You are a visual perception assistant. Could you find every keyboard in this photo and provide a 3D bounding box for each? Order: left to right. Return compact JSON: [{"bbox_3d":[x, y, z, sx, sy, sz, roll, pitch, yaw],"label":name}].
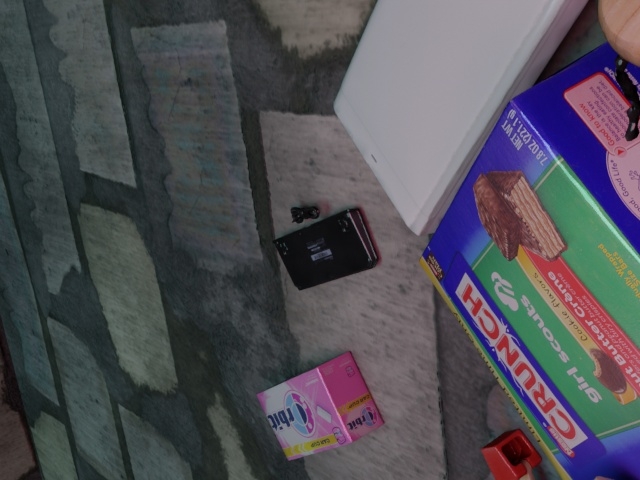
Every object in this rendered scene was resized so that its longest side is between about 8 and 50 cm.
[{"bbox_3d":[0.000,0.000,1.055,0.180,0.023,0.108,-21,96,52],"label":"keyboard"}]

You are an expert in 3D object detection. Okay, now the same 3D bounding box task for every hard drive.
[{"bbox_3d":[0.117,-0.180,0.782,0.203,0.040,0.307,61,144,30],"label":"hard drive"}]

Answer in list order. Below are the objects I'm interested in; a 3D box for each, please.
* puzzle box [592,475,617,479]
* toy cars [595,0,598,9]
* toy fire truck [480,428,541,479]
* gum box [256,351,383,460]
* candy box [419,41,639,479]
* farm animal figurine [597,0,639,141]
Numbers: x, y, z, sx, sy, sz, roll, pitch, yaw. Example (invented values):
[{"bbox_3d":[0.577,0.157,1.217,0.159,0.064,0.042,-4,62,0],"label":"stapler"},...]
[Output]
[{"bbox_3d":[0.282,0.368,0.708,0.272,0.052,0.409,14,129,-2],"label":"puzzle box"},{"bbox_3d":[0.343,-0.093,0.536,0.394,0.087,0.176,42,123,37],"label":"toy cars"},{"bbox_3d":[0.216,0.318,0.912,0.135,0.047,0.192,-39,76,50],"label":"toy fire truck"},{"bbox_3d":[-0.008,0.235,1.138,0.188,0.062,0.107,-34,79,52],"label":"gum box"},{"bbox_3d":[0.219,0.044,0.635,0.268,0.122,0.317,57,166,16],"label":"candy box"},{"bbox_3d":[0.279,-0.219,0.345,0.172,0.330,0.326,58,167,26],"label":"farm animal figurine"}]
